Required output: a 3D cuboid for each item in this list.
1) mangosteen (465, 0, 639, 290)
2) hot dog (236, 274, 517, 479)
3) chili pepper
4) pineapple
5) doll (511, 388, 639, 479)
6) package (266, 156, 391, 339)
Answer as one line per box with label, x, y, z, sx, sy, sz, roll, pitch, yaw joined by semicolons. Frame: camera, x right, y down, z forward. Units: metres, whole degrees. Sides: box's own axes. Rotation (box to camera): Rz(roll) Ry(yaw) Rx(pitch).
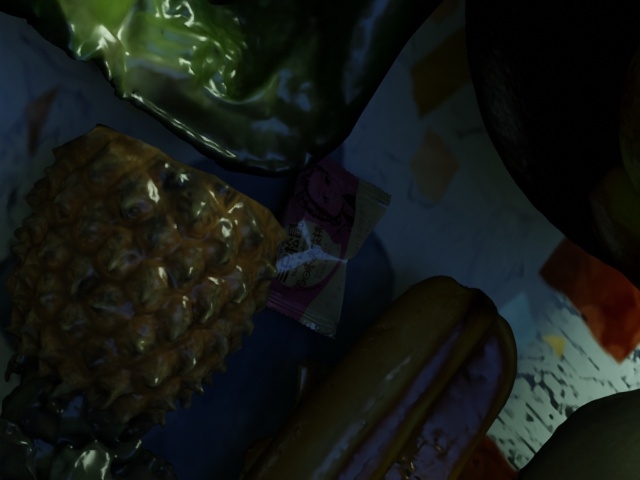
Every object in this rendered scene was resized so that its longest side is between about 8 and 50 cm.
mangosteen;0.216;-0.110;0.715;0.297;0.313;0.297;0;87;-6
hot dog;0.004;0.121;0.746;0.250;0.076;0.104;-53;139;-13
chili pepper;-0.081;-0.135;0.648;0.264;0.116;0.148;27;92;-32
pineapple;-0.110;0.097;0.647;0.277;0.119;0.130;-65;166;-9
doll;0.218;0.241;0.811;0.247;0.247;0.349;-43;131;-22
package;0.000;0.000;0.752;0.059;0.029;0.083;30;73;-28
